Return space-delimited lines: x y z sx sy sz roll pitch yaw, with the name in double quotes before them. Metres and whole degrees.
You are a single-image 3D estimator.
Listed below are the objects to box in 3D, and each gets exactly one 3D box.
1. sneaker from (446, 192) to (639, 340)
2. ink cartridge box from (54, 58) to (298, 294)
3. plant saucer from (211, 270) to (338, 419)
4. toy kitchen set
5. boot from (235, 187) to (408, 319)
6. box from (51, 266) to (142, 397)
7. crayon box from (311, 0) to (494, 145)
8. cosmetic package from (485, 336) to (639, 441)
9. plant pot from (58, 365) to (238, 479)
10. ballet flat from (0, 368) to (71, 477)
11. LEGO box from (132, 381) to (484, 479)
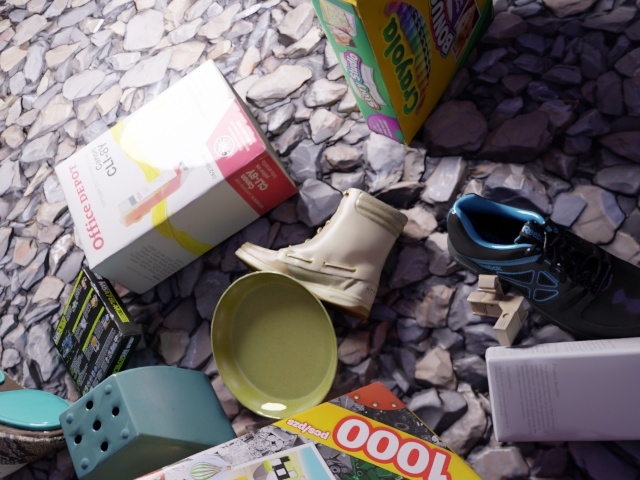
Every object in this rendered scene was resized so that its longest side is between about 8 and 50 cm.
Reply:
"sneaker" 0.330 0.039 0.817 0.341 0.139 0.125 24 75 26
"ink cartridge box" -0.284 -0.119 1.107 0.385 0.160 0.279 -34 61 4
"plant saucer" -0.072 0.167 0.929 0.241 0.037 0.240 2 95 28
"toy kitchen set" 0.245 0.100 0.836 0.083 0.068 0.075 1 36 43
"boot" 0.000 0.000 0.985 0.262 0.095 0.203 19 76 25
"box" -0.416 0.177 1.051 0.184 0.045 0.190 47 117 32
"crayon box" 0.156 -0.385 0.940 0.106 0.363 0.313 29 80 28
"cosmetic package" 0.344 0.197 0.757 0.231 0.085 0.117 -6 90 17
"plant pot" -0.269 0.296 0.878 0.166 0.234 0.165 -37 60 3
"ballet flat" -0.618 0.327 1.063 0.483 0.164 0.181 16 96 32
"LEGO box" 0.059 0.409 0.549 0.373 0.193 0.500 -12 32 -33
